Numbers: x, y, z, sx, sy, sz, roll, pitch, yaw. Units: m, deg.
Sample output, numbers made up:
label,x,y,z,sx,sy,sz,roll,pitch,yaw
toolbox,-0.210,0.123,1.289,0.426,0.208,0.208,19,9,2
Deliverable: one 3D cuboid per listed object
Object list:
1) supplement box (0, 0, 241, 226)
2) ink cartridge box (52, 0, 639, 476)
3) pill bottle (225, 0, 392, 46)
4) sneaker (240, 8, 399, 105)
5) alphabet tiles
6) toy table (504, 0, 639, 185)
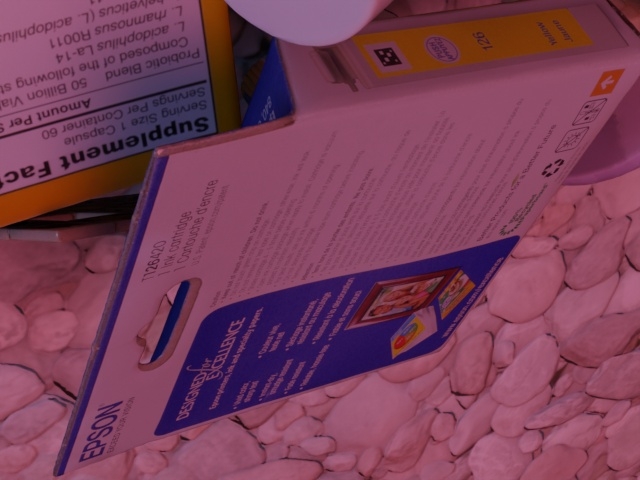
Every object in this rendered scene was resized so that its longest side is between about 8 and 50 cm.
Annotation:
label,x,y,z,sx,sy,sz,roll,pitch,yaw
supplement box,-0.174,-0.202,0.518,0.194,0.195,0.356,-18,131,-17
ink cartridge box,0.000,0.000,0.636,0.307,0.072,0.303,-11,148,-31
pill bottle,0.042,-0.195,0.504,0.229,0.131,0.131,-50,143,-33
sneaker,0.068,-0.055,0.834,0.131,0.112,0.296,-39,135,2
alphabet tiles,-0.139,-0.019,0.691,0.237,0.198,0.009,-11,100,-52
toy table,0.202,-0.174,0.743,0.161,0.252,0.274,19,100,-56
